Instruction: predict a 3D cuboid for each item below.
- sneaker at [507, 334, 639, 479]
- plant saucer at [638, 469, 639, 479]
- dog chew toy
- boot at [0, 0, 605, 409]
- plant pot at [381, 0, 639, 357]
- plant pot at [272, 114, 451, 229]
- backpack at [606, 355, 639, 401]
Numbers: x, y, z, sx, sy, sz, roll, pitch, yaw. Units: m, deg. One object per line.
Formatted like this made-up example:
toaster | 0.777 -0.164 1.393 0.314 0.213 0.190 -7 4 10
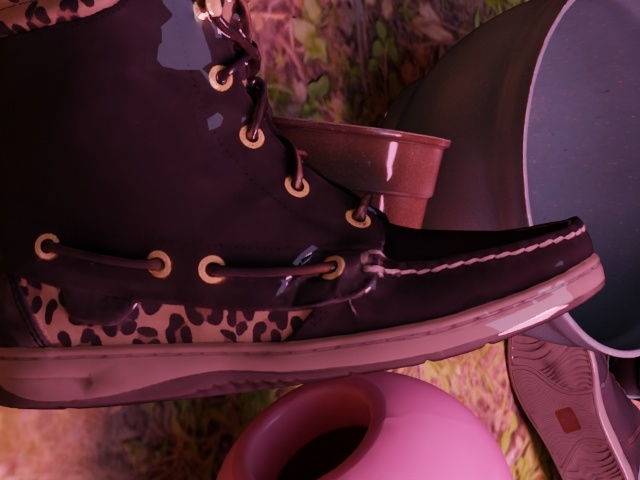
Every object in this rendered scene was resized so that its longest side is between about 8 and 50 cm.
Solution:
sneaker | 0.245 0.138 1.294 0.118 0.083 0.222 -39 111 -61
plant saucer | 0.326 0.272 1.404 0.119 0.021 0.119 1 89 -46
dog chew toy | 0.064 0.248 0.938 0.206 0.207 0.332 -52 126 -34
boot | -0.035 -0.059 0.821 0.138 0.377 0.284 -18 99 -83
plant pot | 0.170 -0.056 1.114 0.293 0.196 0.293 0 89 -46
plant pot | 0.000 0.000 0.966 0.167 0.167 0.165 5 93 -47
backpack | 0.373 0.059 1.355 0.144 0.166 0.188 -21 108 -58
